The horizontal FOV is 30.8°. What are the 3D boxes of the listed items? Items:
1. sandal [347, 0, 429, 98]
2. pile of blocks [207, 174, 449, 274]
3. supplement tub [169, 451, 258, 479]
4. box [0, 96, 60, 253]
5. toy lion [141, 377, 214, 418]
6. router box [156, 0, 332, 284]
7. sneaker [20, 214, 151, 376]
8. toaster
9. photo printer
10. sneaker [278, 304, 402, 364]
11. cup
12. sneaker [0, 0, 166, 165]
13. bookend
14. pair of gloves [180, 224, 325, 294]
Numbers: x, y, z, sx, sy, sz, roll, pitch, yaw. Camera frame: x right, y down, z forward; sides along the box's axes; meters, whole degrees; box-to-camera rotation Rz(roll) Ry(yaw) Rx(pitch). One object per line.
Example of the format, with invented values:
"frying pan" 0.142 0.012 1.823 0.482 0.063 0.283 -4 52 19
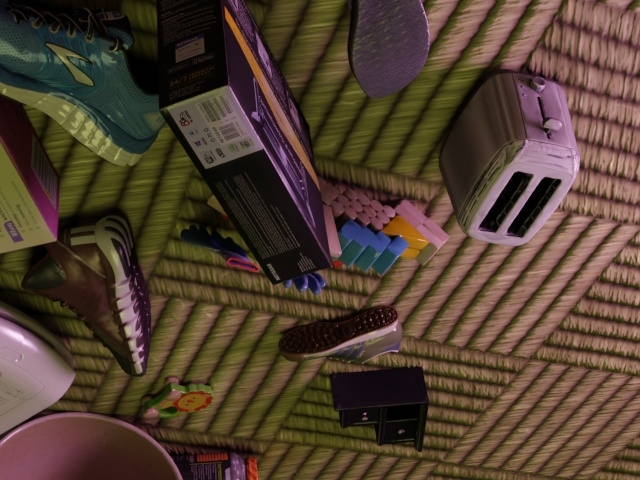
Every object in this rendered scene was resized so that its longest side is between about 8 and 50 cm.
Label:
"sandal" 0.070 -0.281 1.338 0.097 0.054 0.254 -13 129 -6
"pile of blocks" 0.000 0.000 1.558 0.362 0.149 0.112 16 133 -26
"supplement tub" -0.205 0.431 2.027 0.190 0.117 0.117 -2 138 -6
"box" -0.469 -0.083 1.412 0.243 0.117 0.213 -13 138 4
"toy lion" -0.229 0.263 1.904 0.096 0.034 0.100 23 130 -40
"router box" -0.086 -0.137 1.321 0.081 0.243 0.309 -18 137 11
"sneaker" -0.333 0.081 1.643 0.162 0.106 0.281 -3 128 2
"toaster" 0.237 -0.096 1.492 0.129 0.146 0.227 11 135 -20
"photo printer" -0.539 0.196 1.717 0.307 0.107 0.256 -31 134 22
"sneaker" 0.038 0.167 1.811 0.192 0.064 0.086 -16 133 4
"cup" -0.401 0.480 1.881 0.331 0.331 0.237 7 134 -16
"sneaker" -0.292 -0.222 1.304 0.147 0.130 0.330 -45 132 16
"bookend" 0.095 0.291 1.954 0.157 0.072 0.156 -3 138 -5
"pair of gloves" -0.093 0.025 1.578 0.198 0.159 0.023 16 100 -29
